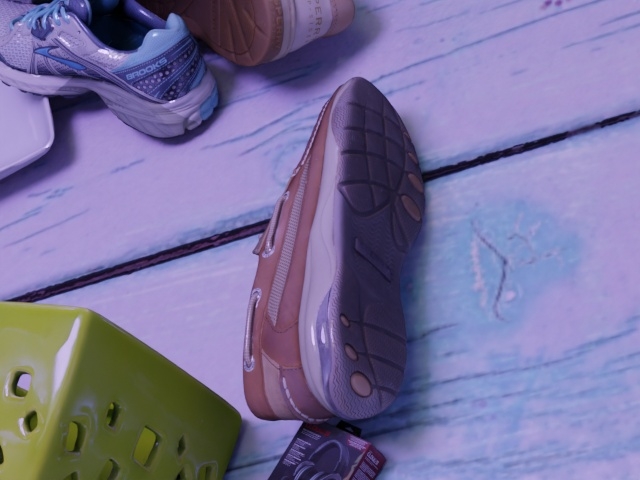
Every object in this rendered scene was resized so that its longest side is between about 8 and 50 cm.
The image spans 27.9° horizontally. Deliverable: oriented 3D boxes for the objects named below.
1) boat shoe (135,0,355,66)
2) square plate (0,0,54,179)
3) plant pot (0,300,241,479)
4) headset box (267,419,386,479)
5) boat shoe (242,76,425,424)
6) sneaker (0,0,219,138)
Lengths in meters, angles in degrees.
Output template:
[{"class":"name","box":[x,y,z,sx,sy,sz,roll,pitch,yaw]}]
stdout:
[{"class":"boat shoe","box":[-0.095,-0.255,1.257,0.110,0.121,0.341,-16,36,-29]},{"class":"square plate","box":[-0.437,-0.133,1.384,0.344,0.049,0.347,-26,49,9]},{"class":"plant pot","box":[-0.219,0.177,0.927,0.228,0.227,0.207,-1,64,28]},{"class":"headset box","box":[0.002,0.169,0.932,0.062,0.032,0.083,20,70,38]},{"class":"boat shoe","box":[0.000,0.000,0.999,0.116,0.123,0.324,-21,38,31]},{"class":"sneaker","box":[-0.223,-0.203,1.236,0.283,0.122,0.110,19,53,23]}]
